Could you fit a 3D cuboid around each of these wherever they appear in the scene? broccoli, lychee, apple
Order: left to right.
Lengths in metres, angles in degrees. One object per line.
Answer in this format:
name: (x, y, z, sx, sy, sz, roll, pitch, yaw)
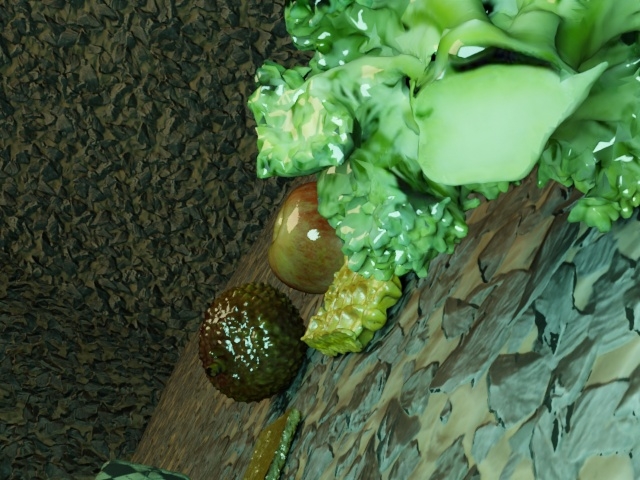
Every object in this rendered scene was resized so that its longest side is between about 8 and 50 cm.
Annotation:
lychee: (-0.117, 0.173, 1.296, 0.200, 0.200, 0.238, -55, -12, 25)
apple: (0.000, 0.000, 1.323, 0.209, 0.164, 0.209, -161, 90, -82)
broccoli: (0.124, -0.129, 0.558, 0.338, 0.277, 0.317, 16, 40, 40)

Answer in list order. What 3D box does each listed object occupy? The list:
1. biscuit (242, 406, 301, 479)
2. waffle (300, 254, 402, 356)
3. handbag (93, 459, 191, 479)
biscuit: (-0.092, 0.355, 1.086, 0.131, 0.026, 0.237, -52, 12, 49)
waffle: (0.071, 0.053, 1.083, 0.219, 0.057, 0.229, -62, 10, -19)
handbag: (-0.303, 0.528, 0.975, 0.416, 0.180, 0.317, -73, -1, -72)
